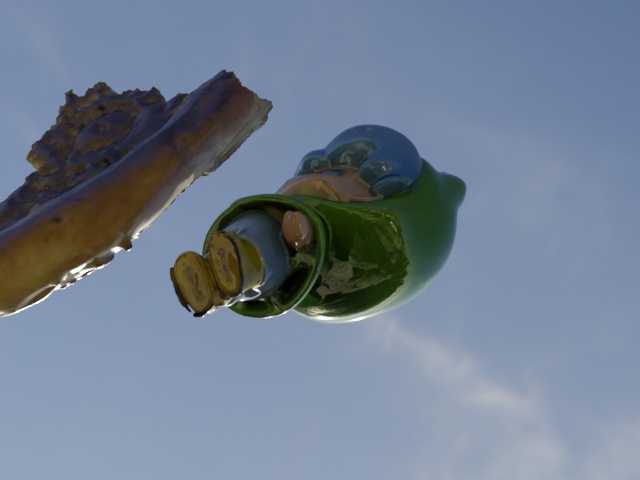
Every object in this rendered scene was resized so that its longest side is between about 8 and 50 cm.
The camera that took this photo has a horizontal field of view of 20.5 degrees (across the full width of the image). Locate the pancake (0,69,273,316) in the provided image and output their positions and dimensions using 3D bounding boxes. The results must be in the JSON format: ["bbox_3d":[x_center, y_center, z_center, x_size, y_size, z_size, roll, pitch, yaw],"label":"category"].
[{"bbox_3d":[-0.161,-0.051,1.158,0.057,0.266,0.244,65,-2,-31],"label":"pancake"}]

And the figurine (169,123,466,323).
[{"bbox_3d":[0.000,0.000,1.350,0.162,0.263,0.143,-37,-101,40],"label":"figurine"}]
